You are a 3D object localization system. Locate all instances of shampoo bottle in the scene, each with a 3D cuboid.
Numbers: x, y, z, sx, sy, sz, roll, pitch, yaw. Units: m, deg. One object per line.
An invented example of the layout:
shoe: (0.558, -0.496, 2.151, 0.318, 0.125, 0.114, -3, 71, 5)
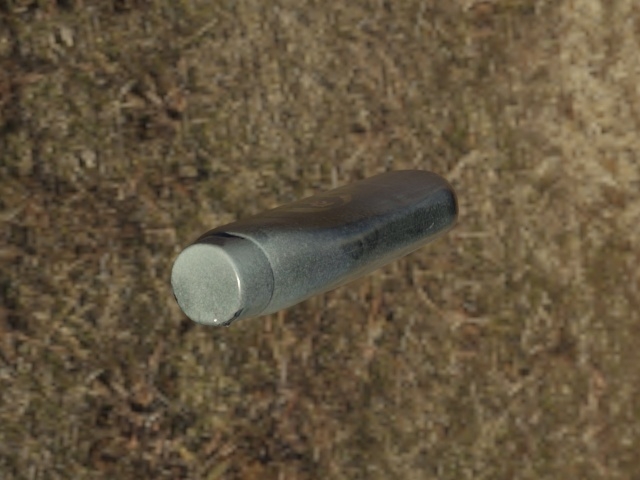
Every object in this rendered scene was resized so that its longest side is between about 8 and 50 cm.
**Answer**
shampoo bottle: (0.000, 0.000, 0.749, 0.233, 0.087, 0.049, -21, 105, -58)
